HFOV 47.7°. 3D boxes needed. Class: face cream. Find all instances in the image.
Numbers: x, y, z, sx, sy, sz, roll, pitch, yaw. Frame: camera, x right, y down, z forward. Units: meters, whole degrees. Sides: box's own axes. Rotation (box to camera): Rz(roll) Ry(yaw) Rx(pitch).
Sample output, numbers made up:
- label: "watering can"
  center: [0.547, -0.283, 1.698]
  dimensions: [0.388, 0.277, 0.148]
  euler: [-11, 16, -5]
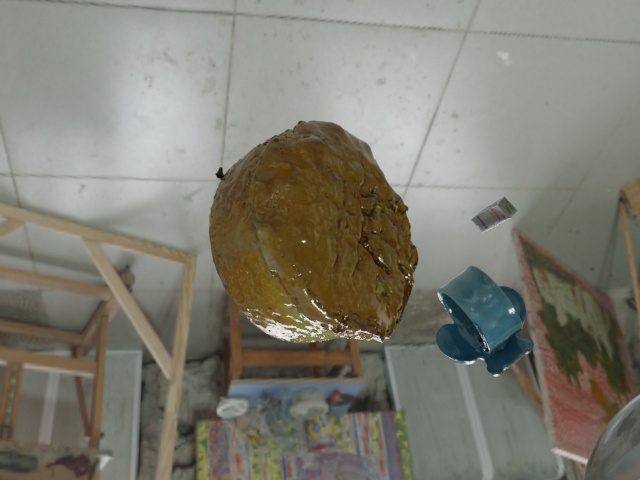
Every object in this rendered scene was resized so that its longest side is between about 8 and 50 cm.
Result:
- label: "face cream"
  center: [0.643, 0.377, 1.302]
  dimensions: [0.312, 0.219, 0.357]
  euler: [-4, 132, -34]

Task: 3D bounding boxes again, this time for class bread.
- label: "bread"
  center: [0.000, 0.000, 1.229]
  dimensions: [0.215, 0.398, 0.398]
  euler: [-17, 145, 37]

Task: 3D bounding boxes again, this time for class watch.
- label: "watch"
  center: [0.336, 0.155, 1.487]
  dimensions: [0.211, 0.211, 0.193]
  euler: [-16, 141, 10]

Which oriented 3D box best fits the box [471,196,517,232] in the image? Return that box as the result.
- label: "box"
  center: [0.423, -0.061, 1.766]
  dimensions: [0.050, 0.036, 0.117]
  euler: [49, 151, -3]
